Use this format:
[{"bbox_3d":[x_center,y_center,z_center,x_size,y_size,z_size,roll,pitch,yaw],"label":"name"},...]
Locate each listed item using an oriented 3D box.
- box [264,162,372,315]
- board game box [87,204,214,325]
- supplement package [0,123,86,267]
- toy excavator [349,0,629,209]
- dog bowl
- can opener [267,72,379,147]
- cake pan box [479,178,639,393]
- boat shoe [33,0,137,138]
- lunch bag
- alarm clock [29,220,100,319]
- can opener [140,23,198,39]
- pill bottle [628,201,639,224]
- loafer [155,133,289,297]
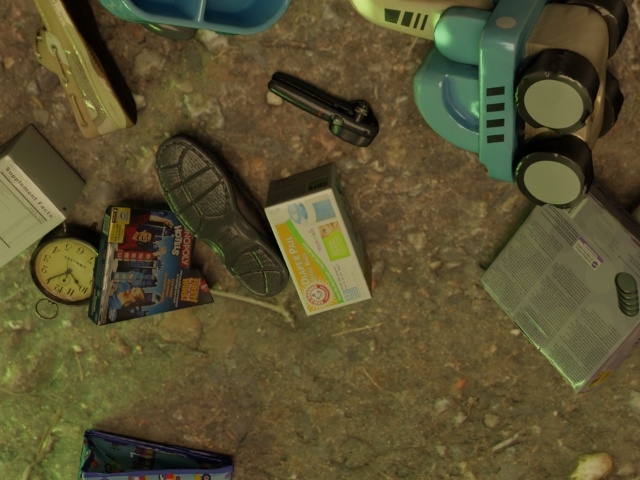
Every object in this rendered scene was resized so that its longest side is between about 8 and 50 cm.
[{"bbox_3d":[0.000,0.000,1.923,0.114,0.103,0.203,-17,114,11],"label":"box"},{"bbox_3d":[-0.262,0.041,1.959,0.194,0.060,0.194,4,101,-28],"label":"board game box"},{"bbox_3d":[-0.513,-0.045,1.912,0.244,0.134,0.139,-33,110,18],"label":"supplement package"},{"bbox_3d":[0.189,-0.286,1.708,0.445,0.222,0.433,12,138,20],"label":"toy excavator"},{"bbox_3d":[-0.170,-0.369,1.694,0.297,0.074,0.166,4,108,-28],"label":"dog bowl"},{"bbox_3d":[0.005,-0.201,1.848,0.186,0.059,0.073,26,115,-10],"label":"can opener"},{"bbox_3d":[0.394,0.057,1.858,0.070,0.267,0.246,0,132,-47],"label":"cake pan box"},{"bbox_3d":[-0.378,-0.287,1.803,0.098,0.109,0.302,-19,119,11],"label":"boat shoe"},{"bbox_3d":[-0.290,0.478,2.175,0.293,0.138,0.221,7,114,-11],"label":"lunch bag"},{"bbox_3d":[-0.415,0.055,1.995,0.129,0.064,0.192,30,111,-12],"label":"alarm clock"},{"bbox_3d":[-0.293,-0.387,1.745,0.283,0.095,0.076,28,153,-13],"label":"can opener"},{"bbox_3d":[0.503,0.028,1.894,0.131,0.131,0.229,34,113,-13],"label":"pill bottle"},{"bbox_3d":[-0.152,-0.045,1.924,0.109,0.095,0.302,-30,107,20],"label":"loafer"}]
